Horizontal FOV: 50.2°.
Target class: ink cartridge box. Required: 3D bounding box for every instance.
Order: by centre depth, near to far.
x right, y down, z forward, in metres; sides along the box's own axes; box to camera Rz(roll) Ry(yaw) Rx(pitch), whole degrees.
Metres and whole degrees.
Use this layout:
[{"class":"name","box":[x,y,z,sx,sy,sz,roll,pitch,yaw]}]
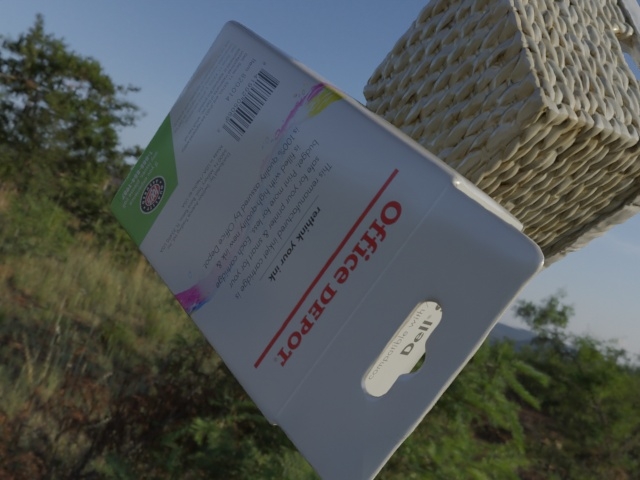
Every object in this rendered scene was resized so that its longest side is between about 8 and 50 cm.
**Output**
[{"class":"ink cartridge box","box":[0.000,0.000,0.529,0.119,0.207,0.353,22,17,-51]}]

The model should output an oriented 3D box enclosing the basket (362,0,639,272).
[{"class":"basket","box":[0.262,-0.169,0.935,0.267,0.328,0.331,11,-34,-27]}]
